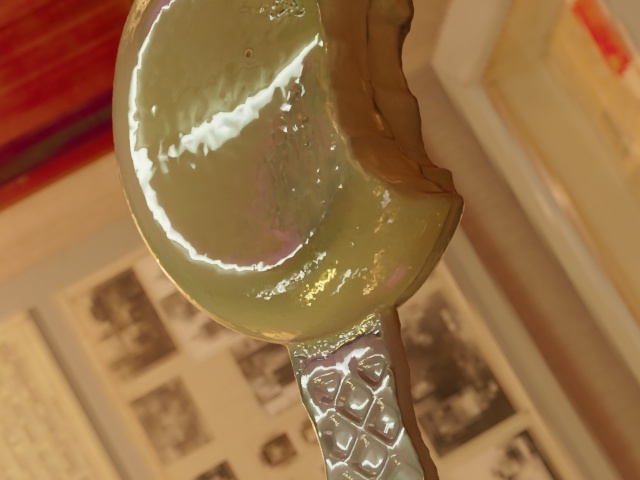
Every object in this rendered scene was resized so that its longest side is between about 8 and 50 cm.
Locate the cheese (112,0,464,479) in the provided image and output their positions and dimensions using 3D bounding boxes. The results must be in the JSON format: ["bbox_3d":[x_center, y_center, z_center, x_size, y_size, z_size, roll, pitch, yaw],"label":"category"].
[{"bbox_3d":[0.000,0.000,0.751,0.082,0.163,0.286,2,-115,-54],"label":"cheese"}]
